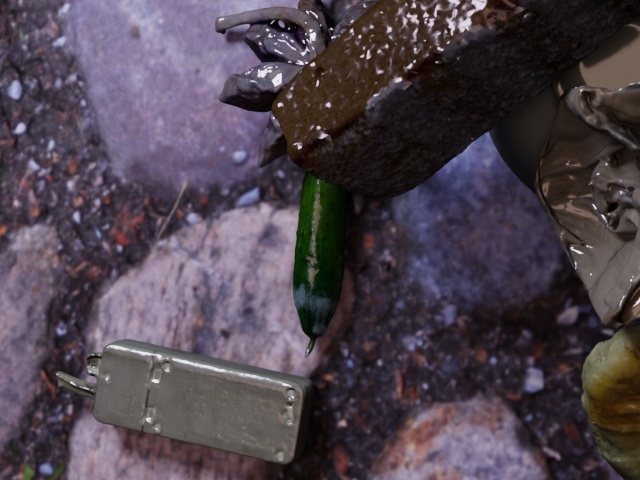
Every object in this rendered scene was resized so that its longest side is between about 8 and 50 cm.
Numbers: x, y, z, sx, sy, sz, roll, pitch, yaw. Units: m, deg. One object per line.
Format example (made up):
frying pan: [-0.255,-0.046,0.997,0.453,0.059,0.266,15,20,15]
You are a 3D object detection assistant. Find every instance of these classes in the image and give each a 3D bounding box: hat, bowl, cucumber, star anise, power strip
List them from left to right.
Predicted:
power strip: [-0.153,0.169,1.240,0.288,0.053,0.093,11,94,14]
star anise: [-0.008,-0.177,1.182,0.262,0.081,0.230,38,85,14]
cucumber: [0.000,0.000,1.203,0.056,0.056,0.250,4,90,13]
bowl: [0.291,-0.159,1.086,0.289,0.146,0.289,0,91,14]
hat: [0.310,-0.045,0.972,0.245,0.149,0.214,-7,107,8]

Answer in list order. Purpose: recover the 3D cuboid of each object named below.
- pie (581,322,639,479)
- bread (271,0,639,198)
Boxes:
pie: [0.385,0.157,1.038,0.306,0.071,0.306,10,130,13]
bread: [0.151,-0.188,0.980,0.416,0.165,0.113,-38,59,26]
